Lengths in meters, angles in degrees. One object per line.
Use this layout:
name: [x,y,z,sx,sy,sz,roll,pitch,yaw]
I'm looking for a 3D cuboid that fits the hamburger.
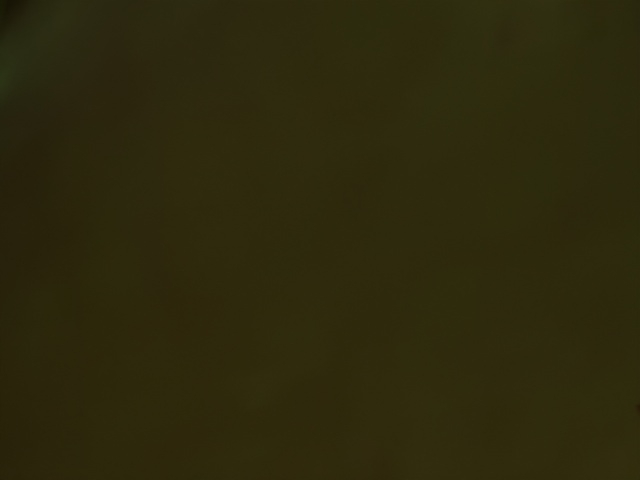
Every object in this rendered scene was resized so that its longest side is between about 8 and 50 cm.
hamburger: [0.000,0.000,0.440,0.237,0.276,0.276,-135,54,-65]
